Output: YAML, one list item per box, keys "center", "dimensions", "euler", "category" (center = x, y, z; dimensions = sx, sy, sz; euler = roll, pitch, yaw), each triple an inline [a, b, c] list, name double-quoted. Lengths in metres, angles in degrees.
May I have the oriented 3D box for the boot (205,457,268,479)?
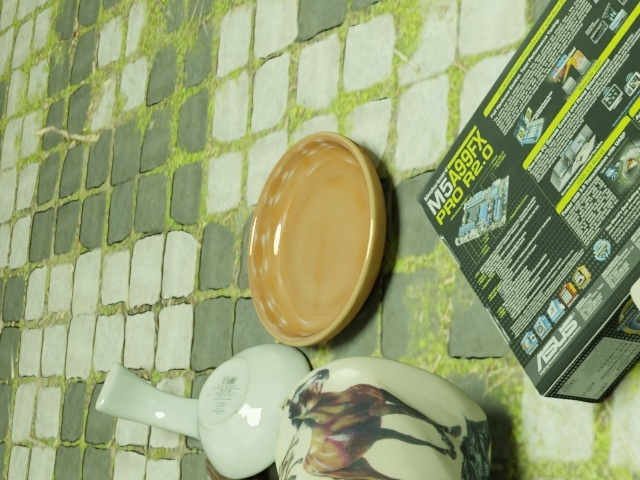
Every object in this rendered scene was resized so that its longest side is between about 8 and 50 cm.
- center: [-0.087, 0.260, 1.149]
  dimensions: [0.114, 0.037, 0.106]
  euler: [30, 93, 51]
  category: "boot"

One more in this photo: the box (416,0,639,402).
- center: [0.196, -0.057, 0.815]
  dimensions: [0.270, 0.060, 0.216]
  euler: [-57, 39, 28]
  category: "box"

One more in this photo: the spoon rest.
- center: [-0.108, 0.162, 1.174]
  dimensions: [0.276, 0.084, 0.137]
  euler: [-2, 60, 46]
  category: "spoon rest"

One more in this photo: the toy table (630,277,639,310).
- center: [0.267, 0.113, 0.580]
  dimensions: [0.274, 0.161, 0.252]
  euler: [51, 122, 47]
  category: "toy table"

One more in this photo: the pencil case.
- center: [0.015, 0.265, 0.776]
  dimensions: [0.410, 0.183, 0.160]
  euler: [-77, -16, -47]
  category: "pencil case"

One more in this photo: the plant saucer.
- center: [0.000, 0.000, 1.099]
  dimensions: [0.200, 0.037, 0.200]
  euler: [-18, 67, 51]
  category: "plant saucer"
